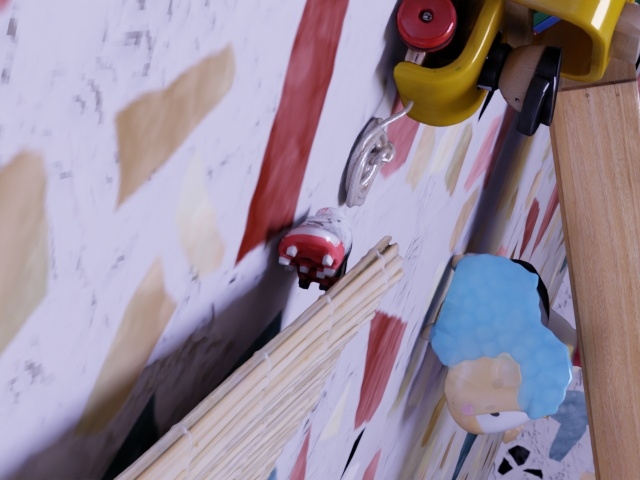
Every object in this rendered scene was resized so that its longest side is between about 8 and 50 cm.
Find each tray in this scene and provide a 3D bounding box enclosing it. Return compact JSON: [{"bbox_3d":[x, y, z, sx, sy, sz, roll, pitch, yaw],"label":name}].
[{"bbox_3d":[0.257,0.049,1.142,0.203,0.076,0.411,-58,140,-69],"label":"tray"}]

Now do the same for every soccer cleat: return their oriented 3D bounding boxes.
[{"bbox_3d":[0.000,0.000,0.573,0.083,0.029,0.035,68,36,-75],"label":"soccer cleat"}]

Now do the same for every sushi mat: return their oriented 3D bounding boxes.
[{"bbox_3d":[-0.052,0.101,0.483,0.151,0.019,0.316,-59,171,24],"label":"sushi mat"}]

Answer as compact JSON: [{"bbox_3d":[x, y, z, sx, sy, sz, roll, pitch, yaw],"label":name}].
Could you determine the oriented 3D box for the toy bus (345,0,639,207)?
[{"bbox_3d":[0.107,-0.119,0.634,0.191,0.104,0.202,-52,158,-50],"label":"toy bus"}]

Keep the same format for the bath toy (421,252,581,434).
[{"bbox_3d":[0.175,0.097,1.188,0.348,0.129,0.151,15,96,-77],"label":"bath toy"}]

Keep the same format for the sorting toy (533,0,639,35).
[{"bbox_3d":[0.164,-0.190,0.818,0.132,0.046,0.274,-65,-173,-6],"label":"sorting toy"}]
